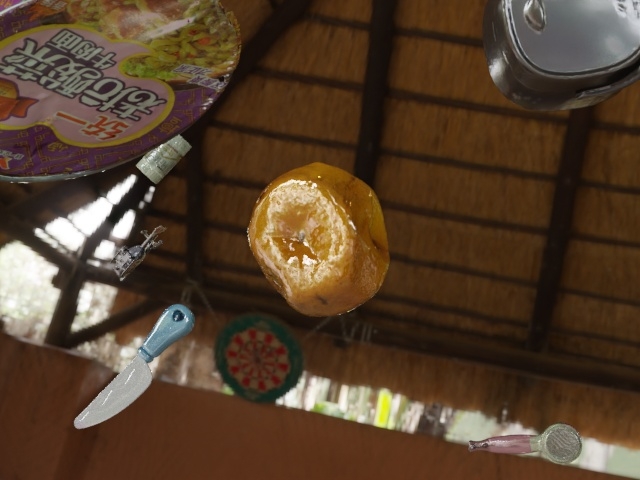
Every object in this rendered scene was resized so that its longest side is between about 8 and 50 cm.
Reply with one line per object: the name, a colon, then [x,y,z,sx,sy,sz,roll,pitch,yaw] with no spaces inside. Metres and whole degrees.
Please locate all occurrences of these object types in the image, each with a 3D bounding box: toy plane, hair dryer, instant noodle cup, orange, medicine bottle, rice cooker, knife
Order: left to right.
instant noodle cup: [-0.283,-0.261,0.957,0.340,0.266,0.340,-22,-19,-8]
toy plane: [-0.286,0.021,1.393,0.031,0.120,0.049,48,16,16]
knife: [-0.279,0.200,1.370,0.058,0.244,0.032,36,-11,12]
medicine bottle: [-0.250,-0.135,1.425,0.047,0.083,0.047,43,-2,2]
orange: [0.000,0.000,1.451,0.249,0.248,0.183,2,3,30]
hair dryer: [0.284,0.281,1.256,0.154,0.054,0.106,-4,-6,10]
rice cooker: [0.378,-0.323,1.365,0.267,0.267,0.224,11,-4,7]
